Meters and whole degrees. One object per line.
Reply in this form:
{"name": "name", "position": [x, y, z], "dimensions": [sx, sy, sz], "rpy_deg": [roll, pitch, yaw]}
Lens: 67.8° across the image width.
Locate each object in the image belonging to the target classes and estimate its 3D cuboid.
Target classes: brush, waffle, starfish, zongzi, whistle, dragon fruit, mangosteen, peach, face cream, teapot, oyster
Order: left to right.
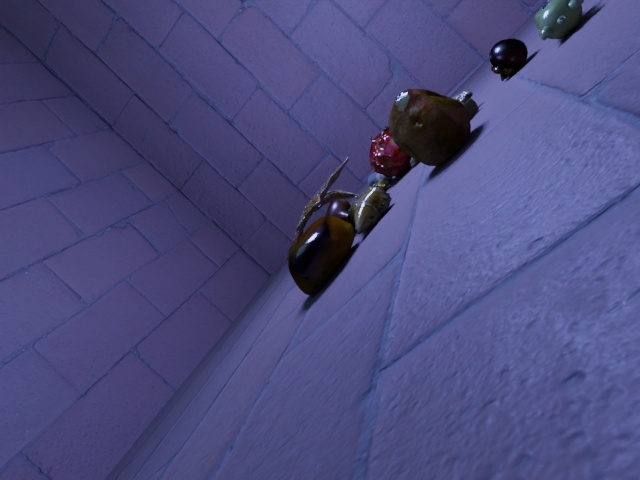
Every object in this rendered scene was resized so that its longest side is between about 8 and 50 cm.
{"name": "starfish", "position": [0.006, -0.133, 2.005], "dimensions": [0.398, 0.132, 0.383], "rpy_deg": [-40, -9, -30]}
{"name": "teapot", "position": [0.090, -0.064, 1.840], "dimensions": [0.252, 0.135, 0.178], "rpy_deg": [57, -134, -76]}
{"name": "zongzi", "position": [0.136, -0.076, 1.604], "dimensions": [0.197, 0.099, 0.194], "rpy_deg": [-56, 8, -24]}
{"name": "waffle", "position": [0.200, -0.171, 2.108], "dimensions": [0.261, 0.056, 0.250], "rpy_deg": [-44, 5, -4]}
{"name": "face cream", "position": [0.286, -0.296, 2.254], "dimensions": [0.082, 0.082, 0.269], "rpy_deg": [-47, 4, -3]}
{"name": "dragon fruit", "position": [0.299, -0.366, 2.024], "dimensions": [0.268, 0.210, 0.205], "rpy_deg": [177, 108, -79]}
{"name": "peach", "position": [0.309, -0.337, 1.384], "dimensions": [0.214, 0.236, 0.214], "rpy_deg": [-55, 7, 10]}
{"name": "oyster", "position": [0.442, -0.438, 1.820], "dimensions": [0.166, 0.110, 0.341], "rpy_deg": [-42, -12, -40]}
{"name": "brush", "position": [0.442, -0.372, 1.603], "dimensions": [0.282, 0.054, 0.048], "rpy_deg": [-47, 13, -14]}
{"name": "mangosteen", "position": [0.642, -0.621, 1.640], "dimensions": [0.140, 0.140, 0.140], "rpy_deg": [-46, 4, 4]}
{"name": "whistle", "position": [0.696, -0.657, 1.397], "dimensions": [0.131, 0.106, 0.288], "rpy_deg": [-47, 4, 33]}

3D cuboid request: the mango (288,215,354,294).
{"name": "mango", "position": [0.004, 0.029, 1.487], "dimensions": [0.201, 0.152, 0.287], "rpy_deg": [-36, 11, 40]}
